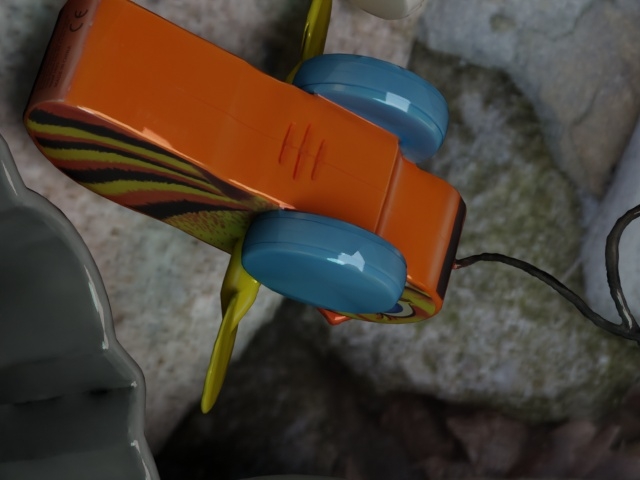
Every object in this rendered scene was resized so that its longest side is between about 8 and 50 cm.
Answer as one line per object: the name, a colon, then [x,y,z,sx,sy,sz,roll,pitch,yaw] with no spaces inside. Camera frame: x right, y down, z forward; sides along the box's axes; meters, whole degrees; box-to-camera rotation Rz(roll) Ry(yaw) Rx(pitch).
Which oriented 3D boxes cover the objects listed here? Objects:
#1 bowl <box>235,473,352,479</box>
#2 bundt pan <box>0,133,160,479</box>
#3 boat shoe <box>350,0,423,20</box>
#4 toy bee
bowl: [0.001,0.223,0.848,0.297,0.134,0.298,5,113,12]
bundt pan: [-0.186,0.115,0.604,0.331,0.124,0.331,31,55,-58]
boat shoe: [0.011,-0.181,0.774,0.063,0.066,0.184,-52,127,-23]
toy bee: [0.000,0.000,0.794,0.298,0.162,0.195,41,66,-7]
